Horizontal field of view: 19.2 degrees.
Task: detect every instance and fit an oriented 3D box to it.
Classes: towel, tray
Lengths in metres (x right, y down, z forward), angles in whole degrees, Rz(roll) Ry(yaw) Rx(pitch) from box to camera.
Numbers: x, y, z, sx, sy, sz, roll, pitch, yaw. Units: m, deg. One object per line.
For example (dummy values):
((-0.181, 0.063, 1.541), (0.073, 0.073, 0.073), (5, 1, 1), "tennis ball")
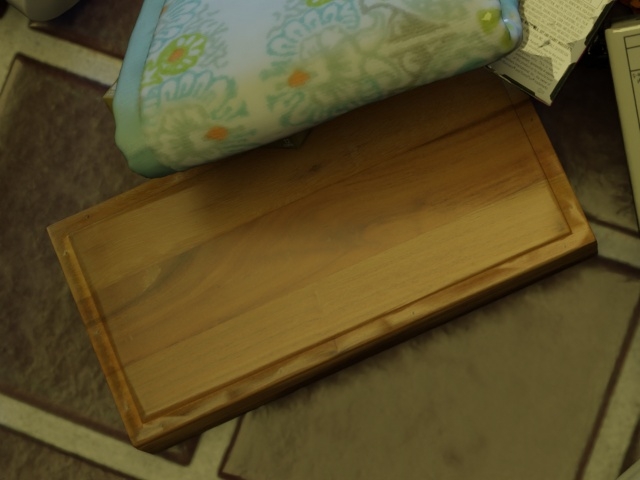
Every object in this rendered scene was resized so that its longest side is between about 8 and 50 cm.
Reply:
((0.009, -0.228, 1.475), (0.320, 0.090, 0.374), (-20, 39, 27), "towel")
((0.000, 0.000, 1.573), (0.411, 0.076, 0.203), (-25, 76, 4), "tray")

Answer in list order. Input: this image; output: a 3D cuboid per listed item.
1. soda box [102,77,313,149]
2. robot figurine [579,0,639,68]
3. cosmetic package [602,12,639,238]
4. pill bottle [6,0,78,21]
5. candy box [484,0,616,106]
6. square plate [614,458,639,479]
((-0.087, -0.116, 1.571), (0.181, 0.058, 0.061), (2, 44, 35), "soda box")
((0.320, -0.214, 1.557), (0.291, 0.085, 0.211), (27, 83, 13), "robot figurine")
((0.314, -0.036, 1.452), (0.153, 0.129, 0.296), (-9, 98, 9), "cosmetic package")
((-0.330, -0.330, 1.632), (0.323, 0.181, 0.181), (38, 87, 14), "pill bottle")
((0.207, -0.220, 1.445), (0.071, 0.159, 0.233), (32, 98, 2), "candy box")
((0.247, 0.380, 1.419), (0.347, 0.049, 0.344), (-43, 74, 19), "square plate")
